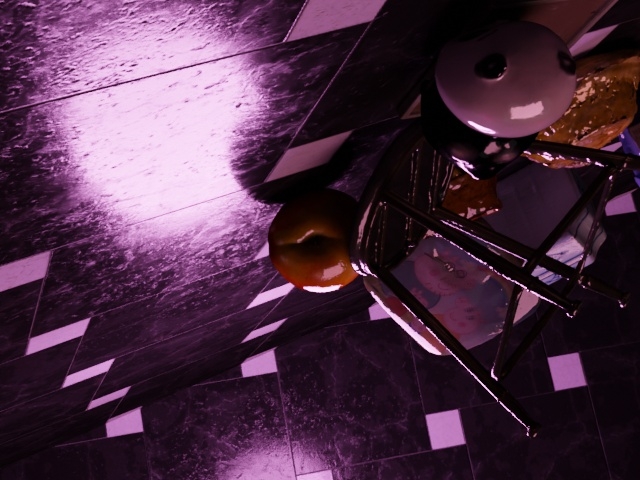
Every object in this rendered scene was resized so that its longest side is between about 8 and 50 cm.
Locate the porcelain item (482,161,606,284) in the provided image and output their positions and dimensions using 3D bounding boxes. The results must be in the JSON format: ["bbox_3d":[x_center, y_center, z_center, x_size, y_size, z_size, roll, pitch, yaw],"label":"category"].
[{"bbox_3d":[0.526,-0.036,2.443,0.281,0.286,0.157,-32,133,21],"label":"porcelain item"}]

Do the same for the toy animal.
[{"bbox_3d":[0.243,-0.204,1.366,0.187,0.165,0.235,-10,161,-13],"label":"toy animal"}]

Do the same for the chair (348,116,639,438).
[{"bbox_3d":[0.291,0.009,1.671,0.362,0.410,0.364,-45,153,-31],"label":"chair"}]

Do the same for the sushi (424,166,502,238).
[{"bbox_3d":[0.231,-0.098,1.964,0.296,0.179,0.167,-21,-175,-5],"label":"sushi"}]

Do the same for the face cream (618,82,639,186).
[{"bbox_3d":[0.741,-0.241,2.111,0.225,0.249,0.249,-26,168,10],"label":"face cream"}]

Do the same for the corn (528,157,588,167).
[{"bbox_3d":[0.531,-0.209,2.230,0.092,0.092,0.280,-33,162,33],"label":"corn"}]

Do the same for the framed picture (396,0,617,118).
[{"bbox_3d":[0.275,-0.277,1.499,0.240,0.020,0.324,-12,163,-22],"label":"framed picture"}]

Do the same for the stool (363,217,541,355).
[{"bbox_3d":[0.291,0.052,2.223,0.310,0.310,0.226,-29,-155,26],"label":"stool"}]

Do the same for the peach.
[{"bbox_3d":[0.000,0.000,1.812,0.190,0.190,0.192,-27,171,7],"label":"peach"}]

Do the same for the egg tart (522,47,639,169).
[{"bbox_3d":[0.483,-0.234,1.903,0.341,0.132,0.341,-25,167,-6],"label":"egg tart"}]
